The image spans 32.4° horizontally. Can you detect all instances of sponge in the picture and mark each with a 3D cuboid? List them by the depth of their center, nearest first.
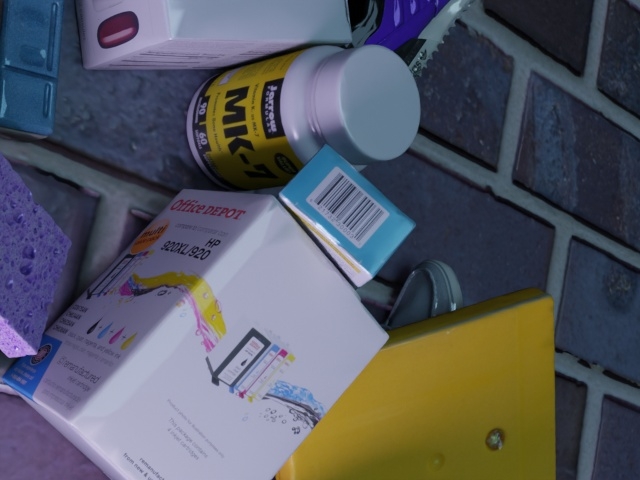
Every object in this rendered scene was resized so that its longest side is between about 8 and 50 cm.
[{"bbox_3d":[-0.263,-0.018,0.830,0.210,0.031,0.117,63,27,-45],"label":"sponge"}]

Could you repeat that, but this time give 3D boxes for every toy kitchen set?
[{"bbox_3d":[-0.266,-0.159,0.815,0.207,0.166,0.122,9,81,-41],"label":"toy kitchen set"}]

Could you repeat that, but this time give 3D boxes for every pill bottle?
[{"bbox_3d":[-0.017,-0.111,1.001,0.119,0.209,0.119,4,84,-41],"label":"pill bottle"}]

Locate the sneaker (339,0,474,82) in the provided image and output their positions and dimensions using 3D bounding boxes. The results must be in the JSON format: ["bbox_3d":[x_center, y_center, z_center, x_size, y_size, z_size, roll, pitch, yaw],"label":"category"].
[{"bbox_3d":[0.074,-0.274,1.162,0.146,0.102,0.293,46,60,-28],"label":"sneaker"}]

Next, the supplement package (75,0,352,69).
[{"bbox_3d":[-0.105,-0.292,0.979,0.204,0.145,0.261,-9,92,-41],"label":"supplement package"}]

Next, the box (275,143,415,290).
[{"bbox_3d":[0.000,0.000,0.972,0.100,0.244,0.060,42,75,-1],"label":"box"}]

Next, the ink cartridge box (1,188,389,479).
[{"bbox_3d":[-0.102,0.095,0.911,0.232,0.171,0.168,-49,117,-19],"label":"ink cartridge box"}]

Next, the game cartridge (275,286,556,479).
[{"bbox_3d":[0.103,0.217,1.121,0.324,0.053,0.285,-12,109,-27],"label":"game cartridge"}]

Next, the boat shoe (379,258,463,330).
[{"bbox_3d":[0.090,0.125,1.165,0.081,0.079,0.227,21,77,-43],"label":"boat shoe"}]
